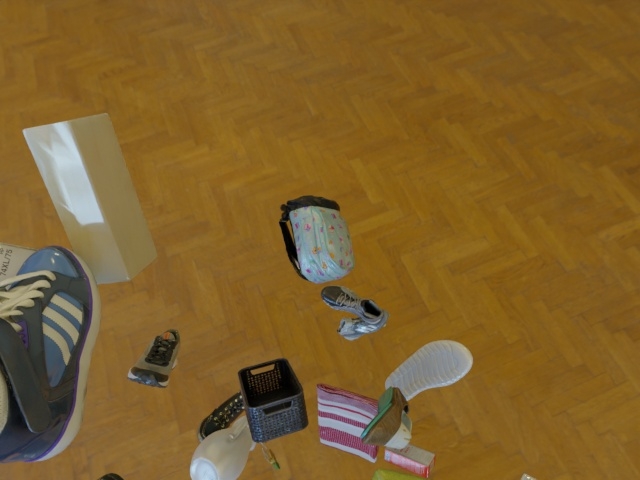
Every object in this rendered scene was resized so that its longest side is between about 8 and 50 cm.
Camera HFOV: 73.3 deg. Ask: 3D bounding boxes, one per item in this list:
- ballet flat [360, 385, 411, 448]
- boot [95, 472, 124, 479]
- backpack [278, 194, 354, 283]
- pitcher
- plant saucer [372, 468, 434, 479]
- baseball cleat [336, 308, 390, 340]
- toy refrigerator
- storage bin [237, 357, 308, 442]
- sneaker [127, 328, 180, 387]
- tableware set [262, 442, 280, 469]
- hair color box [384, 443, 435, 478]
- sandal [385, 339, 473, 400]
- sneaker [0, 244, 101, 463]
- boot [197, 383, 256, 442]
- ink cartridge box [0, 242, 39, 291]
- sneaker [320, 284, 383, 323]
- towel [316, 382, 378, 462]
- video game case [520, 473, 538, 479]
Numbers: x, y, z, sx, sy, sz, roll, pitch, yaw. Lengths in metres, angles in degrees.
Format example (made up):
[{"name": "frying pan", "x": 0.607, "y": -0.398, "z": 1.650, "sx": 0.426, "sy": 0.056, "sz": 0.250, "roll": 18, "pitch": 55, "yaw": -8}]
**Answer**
[{"name": "ballet flat", "x": 0.213, "y": 0.540, "z": 1.275, "sx": 0.124, "sy": 0.342, "sz": 0.116, "roll": 43, "pitch": 99, "yaw": 14}, {"name": "boot", "x": -0.373, "y": 0.430, "z": 0.592, "sx": 0.208, "sy": 0.189, "sz": 0.076, "roll": -39, "pitch": 89, "yaw": 26}, {"name": "backpack", "x": 0.000, "y": 0.000, "z": 0.929, "sx": 0.115, "sy": 0.151, "sz": 0.182, "roll": -21, "pitch": 72, "yaw": 39}, {"name": "pitcher", "x": -0.229, "y": 0.521, "z": 1.104, "sx": 0.125, "sy": 0.207, "sz": 0.178, "roll": 27, "pitch": 103, "yaw": 16}, {"name": "plant saucer", "x": 0.175, "y": 0.554, "z": 0.831, "sx": 0.188, "sy": 0.045, "sz": 0.189, "roll": 14, "pitch": 99, "yaw": -3}, {"name": "baseball cleat", "x": 0.149, "y": 0.302, "z": 1.567, "sx": 0.206, "sy": 0.109, "sz": 0.072, "roll": -38, "pitch": 38, "yaw": 24}, {"name": "toy refrigerator", "x": -0.383, "y": -0.068, "z": 0.735, "sx": 0.094, "sy": 0.270, "sz": 0.102, "roll": -6, "pitch": 23, "yaw": 12}, {"name": "storage bin", "x": -0.109, "y": 0.347, "z": 0.955, "sx": 0.121, "sy": 0.180, "sz": 0.085, "roll": -11, "pitch": 104, "yaw": -16}, {"name": "sneaker", "x": -0.425, "y": 0.303, "z": 1.123, "sx": 0.100, "sy": 0.271, "sz": 0.108, "roll": 19, "pitch": 90, "yaw": -11}, {"name": "tableware set", "x": -0.184, "y": 0.755, "z": 1.570, "sx": 0.024, "sy": 0.104, "sz": 0.154, "roll": -32, "pitch": 28, "yaw": -5}, {"name": "hair color box", "x": 0.276, "y": 0.671, "z": 1.333, "sx": 0.141, "sy": 0.072, "sz": 0.043, "roll": 9, "pitch": 103, "yaw": 33}, {"name": "sandal", "x": 0.430, "y": 0.519, "z": 1.729, "sx": 0.416, "sy": 0.102, "sz": 0.170, "roll": -38, "pitch": 59, "yaw": 33}, {"name": "sneaker", "x": -0.397, "y": 0.101, "z": 0.529, "sx": 0.130, "sy": 0.236, "sz": 0.323, "roll": -17, "pitch": 59, "yaw": 1}, {"name": "boot", "x": -0.338, "y": 0.631, "z": 1.578, "sx": 0.178, "sy": 0.236, "sz": 0.085, "roll": -42, "pitch": 87, "yaw": 13}, {"name": "ink cartridge box", "x": -0.560, "y": 0.146, "z": 0.748, "sx": 0.197, "sy": 0.270, "sz": 0.198, "roll": 17, "pitch": 58, "yaw": -37}, {"name": "sneaker", "x": 0.113, "y": 0.205, "z": 1.454, "sx": 0.228, "sy": 0.132, "sz": 0.086, "roll": 22, "pitch": 75, "yaw": 2}, {"name": "towel", "x": 0.099, "y": 0.670, "z": 1.567, "sx": 0.236, "sy": 0.329, "sz": 0.037, "roll": 10, "pitch": 33, "yaw": 20}, {"name": "video game case", "x": 0.465, "y": 0.626, "z": 0.864, "sx": 0.206, "sy": 0.026, "sz": 0.227, "roll": 10, "pitch": 52, "yaw": 50}]
